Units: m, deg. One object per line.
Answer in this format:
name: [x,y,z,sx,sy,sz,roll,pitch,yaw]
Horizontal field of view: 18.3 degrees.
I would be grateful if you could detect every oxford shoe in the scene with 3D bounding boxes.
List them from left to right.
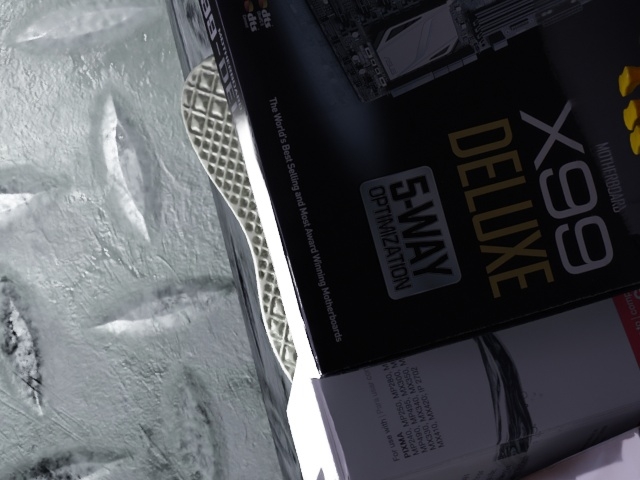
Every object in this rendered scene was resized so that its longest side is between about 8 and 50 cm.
oxford shoe: [0.000,0.000,2.085,0.130,0.169,0.449,-9,-108,-58]

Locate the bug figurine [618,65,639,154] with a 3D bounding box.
bug figurine: [0.182,-0.140,0.875,0.279,0.072,0.216,95,165,-78]

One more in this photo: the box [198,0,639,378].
box: [0.068,-0.101,1.094,0.076,0.242,0.308,151,104,-81]

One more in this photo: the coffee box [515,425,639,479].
coffee box: [0.157,0.204,1.170,0.246,0.098,0.141,-32,70,48]

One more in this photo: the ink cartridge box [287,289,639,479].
ink cartridge box: [0.105,0.095,1.202,0.172,0.237,0.100,101,152,-70]
